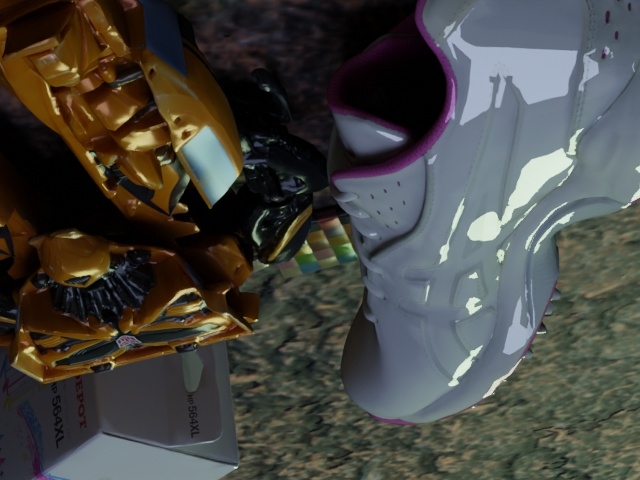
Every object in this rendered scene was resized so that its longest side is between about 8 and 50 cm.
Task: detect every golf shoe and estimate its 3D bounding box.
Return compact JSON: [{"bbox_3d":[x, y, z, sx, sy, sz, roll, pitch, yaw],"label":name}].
[{"bbox_3d":[0.052,-0.027,0.813,0.140,0.115,0.306,11,138,-17],"label":"golf shoe"}]

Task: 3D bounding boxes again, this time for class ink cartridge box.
[{"bbox_3d":[-0.112,0.088,0.970,0.090,0.092,0.143,18,140,-39],"label":"ink cartridge box"}]

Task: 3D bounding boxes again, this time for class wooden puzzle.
[{"bbox_3d":[0.000,0.000,0.932,0.083,0.006,0.049,-14,151,8],"label":"wooden puzzle"}]

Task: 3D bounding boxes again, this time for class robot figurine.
[{"bbox_3d":[-0.114,-0.023,0.778,0.211,0.085,0.291,-14,151,11],"label":"robot figurine"}]
